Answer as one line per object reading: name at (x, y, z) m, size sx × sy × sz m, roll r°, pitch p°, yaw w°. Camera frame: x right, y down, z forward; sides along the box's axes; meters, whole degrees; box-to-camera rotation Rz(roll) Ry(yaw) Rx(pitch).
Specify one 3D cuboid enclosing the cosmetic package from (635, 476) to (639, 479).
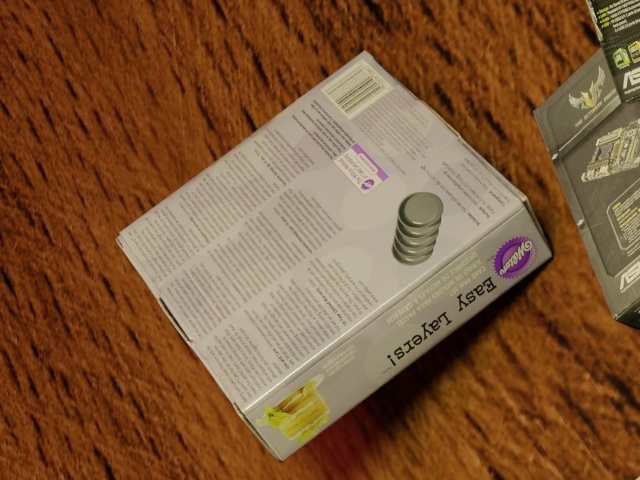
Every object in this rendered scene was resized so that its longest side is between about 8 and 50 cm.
cosmetic package at (0.301, 0.148, 0.812) m, size 0.284 × 0.097 × 0.377 m, roll -39°, pitch 23°, yaw 6°

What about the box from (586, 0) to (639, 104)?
box at (0.227, -0.195, 1.109) m, size 0.191 × 0.045 × 0.184 m, roll -23°, pitch 83°, yaw 47°

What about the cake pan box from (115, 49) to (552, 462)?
cake pan box at (0.000, 0.000, 1.376) m, size 0.246 × 0.070 × 0.267 m, roll -37°, pitch 40°, yaw -5°

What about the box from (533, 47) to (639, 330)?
box at (0.249, -0.078, 1.179) m, size 0.231 × 0.056 × 0.183 m, roll -45°, pitch 43°, yaw 32°
